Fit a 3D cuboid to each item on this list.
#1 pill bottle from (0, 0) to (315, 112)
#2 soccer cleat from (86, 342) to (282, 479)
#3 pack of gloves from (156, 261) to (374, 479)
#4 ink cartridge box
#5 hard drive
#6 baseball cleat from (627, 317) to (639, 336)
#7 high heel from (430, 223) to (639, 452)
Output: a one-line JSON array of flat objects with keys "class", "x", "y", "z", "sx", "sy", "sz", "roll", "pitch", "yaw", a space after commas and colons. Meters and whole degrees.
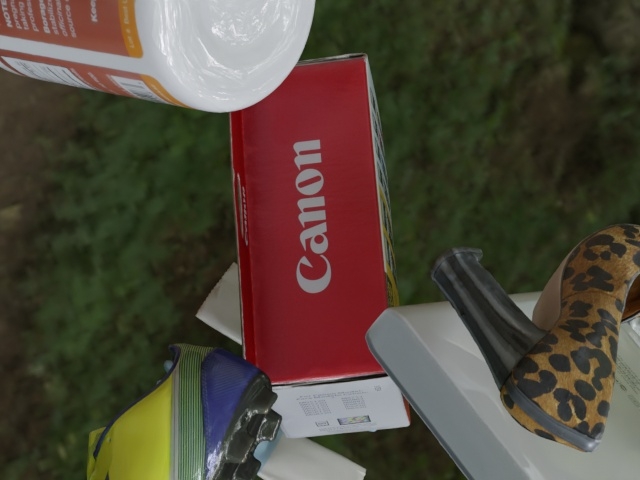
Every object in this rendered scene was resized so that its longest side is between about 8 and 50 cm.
[{"class": "pill bottle", "x": -0.118, "y": -0.141, "z": 0.793, "sx": 0.216, "sy": 0.121, "sz": 0.121, "roll": 15, "pitch": -162, "yaw": 38}, {"class": "soccer cleat", "x": -0.139, "y": 0.200, "z": 1.109, "sx": 0.289, "sy": 0.121, "sz": 0.093, "roll": -57, "pitch": 160, "yaw": -29}, {"class": "pack of gloves", "x": -0.047, "y": 0.161, "z": 1.509, "sx": 0.046, "sy": 0.232, "sz": 0.195, "roll": -50, "pitch": -175, "yaw": 48}, {"class": "ink cartridge box", "x": 0.000, "y": 0.000, "z": 1.372, "sx": 0.130, "sy": 0.309, "sz": 0.272, "roll": -7, "pitch": 161, "yaw": 5}, {"class": "hard drive", "x": 0.213, "y": 0.143, "z": 1.277, "sx": 0.353, "sy": 0.233, "sz": 0.047, "roll": -2, "pitch": 138, "yaw": -54}, {"class": "baseball cleat", "x": 0.393, "y": 0.096, "z": 1.638, "sx": 0.206, "sy": 0.072, "sz": 0.109, "roll": 20, "pitch": -169, "yaw": -32}, {"class": "high heel", "x": 0.224, "y": 0.078, "z": 1.100, "sx": 0.261, "sy": 0.186, "sz": 0.093, "roll": -3, "pitch": 133, "yaw": -31}]
